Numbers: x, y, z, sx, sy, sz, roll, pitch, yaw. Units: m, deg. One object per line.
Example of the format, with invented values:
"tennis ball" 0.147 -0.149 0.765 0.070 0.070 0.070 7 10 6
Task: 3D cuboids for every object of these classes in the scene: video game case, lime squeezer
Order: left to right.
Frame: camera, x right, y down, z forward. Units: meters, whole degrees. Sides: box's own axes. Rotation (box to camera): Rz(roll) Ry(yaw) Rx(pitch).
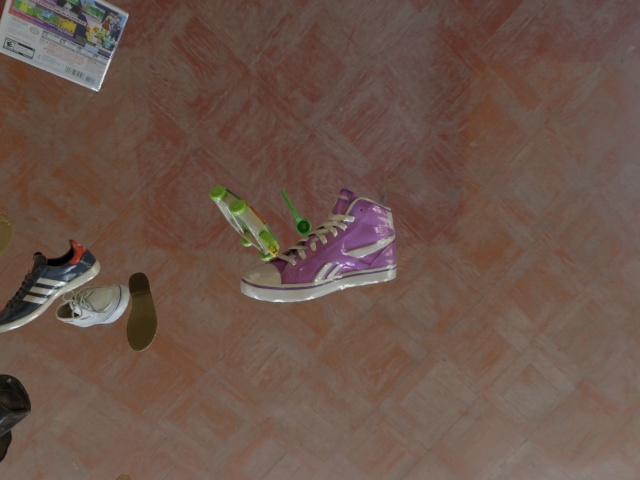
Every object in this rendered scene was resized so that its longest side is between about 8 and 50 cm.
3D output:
"video game case" -0.524 -0.428 0.956 0.201 0.023 0.183 18 116 -36
"lime squeezer" -0.035 -0.045 1.637 0.058 0.110 0.310 -22 124 35

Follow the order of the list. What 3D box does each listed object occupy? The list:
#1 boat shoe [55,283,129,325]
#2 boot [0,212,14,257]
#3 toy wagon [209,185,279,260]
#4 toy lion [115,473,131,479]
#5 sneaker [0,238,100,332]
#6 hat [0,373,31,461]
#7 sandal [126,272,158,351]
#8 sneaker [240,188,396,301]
"boat shoe" -0.847 0.227 1.695 0.156 0.367 0.136 23 58 -48
"boot" -0.686 0.022 0.806 0.203 0.095 0.262 28 71 21
"toy wagon" -0.232 -0.041 1.570 0.068 0.344 0.267 -44 140 -16
"toy lion" -0.294 0.406 0.695 0.096 0.100 0.034 44 105 14
"sneaker" -0.870 0.126 1.441 0.350 0.131 0.148 -42 126 -28
"hat" -0.961 0.490 1.403 0.134 0.331 0.331 -22 103 -17
"sandal" -0.538 0.221 1.426 0.088 0.079 0.240 -7 69 -14
"sneaker" 0.000 0.000 0.754 0.282 0.102 0.161 -11 107 -32
